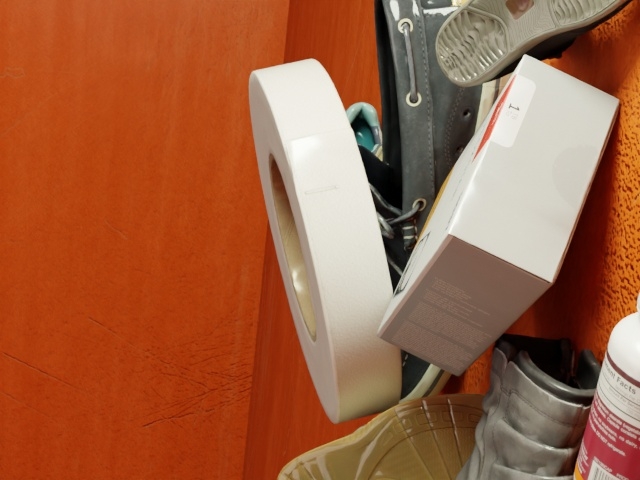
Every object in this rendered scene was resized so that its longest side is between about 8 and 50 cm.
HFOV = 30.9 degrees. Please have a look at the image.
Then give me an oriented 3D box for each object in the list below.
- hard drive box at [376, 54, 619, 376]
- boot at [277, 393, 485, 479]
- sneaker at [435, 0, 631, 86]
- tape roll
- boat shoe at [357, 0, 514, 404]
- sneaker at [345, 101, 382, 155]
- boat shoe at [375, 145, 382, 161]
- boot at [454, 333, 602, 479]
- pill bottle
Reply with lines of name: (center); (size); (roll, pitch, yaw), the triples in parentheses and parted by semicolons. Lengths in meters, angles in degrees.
hard drive box: (0.144, -0.012, 0.974); (0.181, 0.089, 0.232); (-64, 0, -27)
boot: (0.110, 0.214, 1.169); (0.203, 0.262, 0.095); (6, -120, -61)
sneaker: (0.202, -0.203, 0.938); (0.222, 0.118, 0.083); (-27, 86, 48)
tape roll: (0.000, 0.000, 1.234); (0.392, 0.072, 0.392); (167, 90, -83)
boat shoe: (0.098, -0.051, 1.257); (0.187, 0.156, 0.500); (-113, 27, -66)
sneaker: (0.045, -0.082, 1.716); (0.122, 0.110, 0.283); (115, 157, -57)
boat shoe: (0.087, -0.026, 1.496); (0.089, 0.105, 0.285); (-92, 21, -56)
boot: (0.169, 0.206, 0.869); (0.338, 0.118, 0.222); (-126, 46, -69)
pill bottle: (0.213, 0.099, 0.710); (0.086, 0.086, 0.152); (-107, 24, -64)
